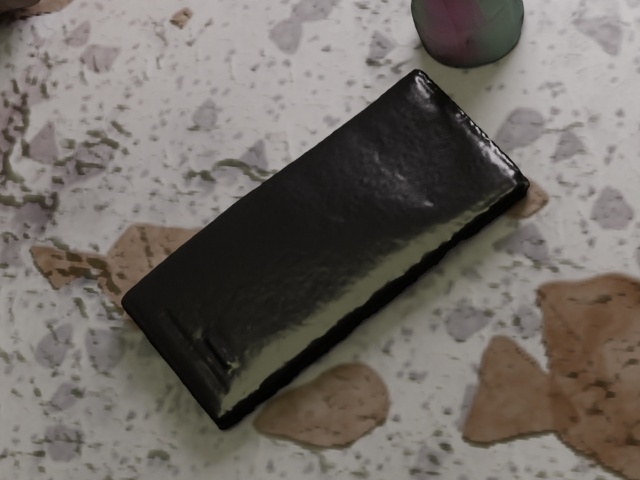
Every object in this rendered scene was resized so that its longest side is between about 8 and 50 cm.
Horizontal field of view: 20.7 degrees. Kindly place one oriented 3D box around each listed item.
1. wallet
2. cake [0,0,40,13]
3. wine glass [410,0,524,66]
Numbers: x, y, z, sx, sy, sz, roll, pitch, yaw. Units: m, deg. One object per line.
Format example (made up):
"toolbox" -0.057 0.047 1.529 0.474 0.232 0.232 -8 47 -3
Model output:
"wallet" 0.000 0.000 1.085 0.244 0.025 0.124 -38 57 -5
"cake" -0.327 -0.300 1.199 0.230 0.309 0.237 -5 64 20
"wine glass" 0.074 -0.177 1.085 0.073 0.155 0.073 -10 60 17
